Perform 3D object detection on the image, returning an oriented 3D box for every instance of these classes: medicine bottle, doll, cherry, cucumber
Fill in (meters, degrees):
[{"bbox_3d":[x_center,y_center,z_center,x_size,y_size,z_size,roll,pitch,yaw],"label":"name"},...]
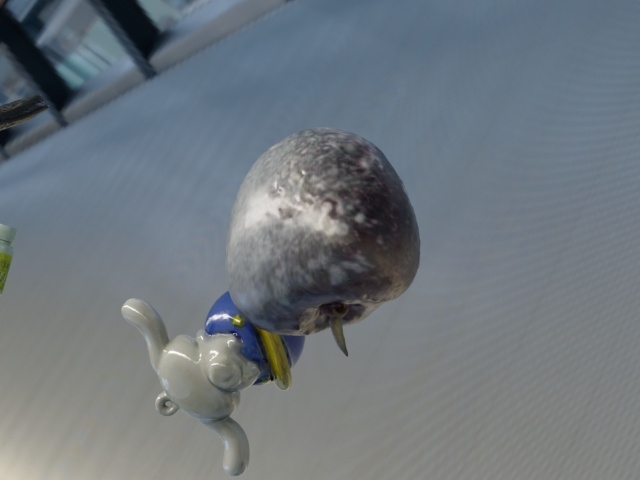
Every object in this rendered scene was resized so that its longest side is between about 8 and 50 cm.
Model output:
[{"bbox_3d":[-0.385,0.022,1.235,0.047,0.047,0.083,-1,73,64],"label":"medicine bottle"},{"bbox_3d":[-0.122,0.199,1.577,0.243,0.310,0.160,-22,10,-26],"label":"doll"},{"bbox_3d":[0.000,0.000,1.329,0.255,0.218,0.296,-30,56,39],"label":"cherry"},{"bbox_3d":[-0.432,-0.172,1.468,0.135,0.033,0.034,-29,-21,-54],"label":"cucumber"}]
